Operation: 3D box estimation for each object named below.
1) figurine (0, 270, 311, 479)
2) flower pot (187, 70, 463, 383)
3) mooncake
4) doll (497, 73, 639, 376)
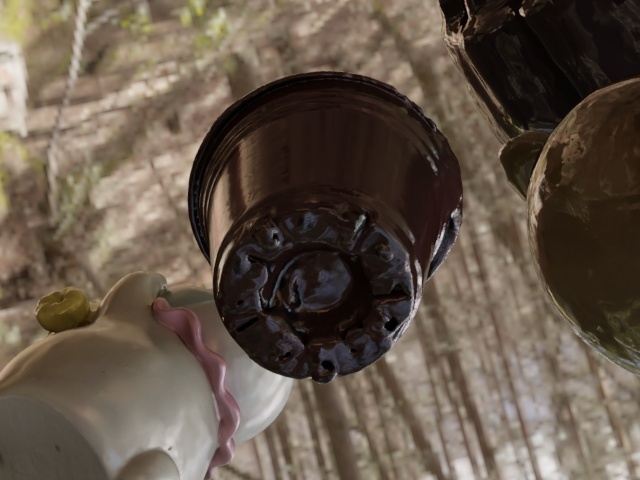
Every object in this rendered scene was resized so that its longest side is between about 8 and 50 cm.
[{"bbox_3d":[-0.090,0.079,0.844,0.155,0.127,0.235,-4,-161,35],"label":"figurine"},{"bbox_3d":[0.000,0.000,0.542,0.111,0.111,0.089,-16,-158,9],"label":"flower pot"},{"bbox_3d":[0.268,-0.222,1.113,0.381,0.212,0.350,-37,-164,9],"label":"mooncake"},{"bbox_3d":[0.221,-0.016,0.720,0.174,0.235,0.330,-48,178,-21],"label":"doll"}]
